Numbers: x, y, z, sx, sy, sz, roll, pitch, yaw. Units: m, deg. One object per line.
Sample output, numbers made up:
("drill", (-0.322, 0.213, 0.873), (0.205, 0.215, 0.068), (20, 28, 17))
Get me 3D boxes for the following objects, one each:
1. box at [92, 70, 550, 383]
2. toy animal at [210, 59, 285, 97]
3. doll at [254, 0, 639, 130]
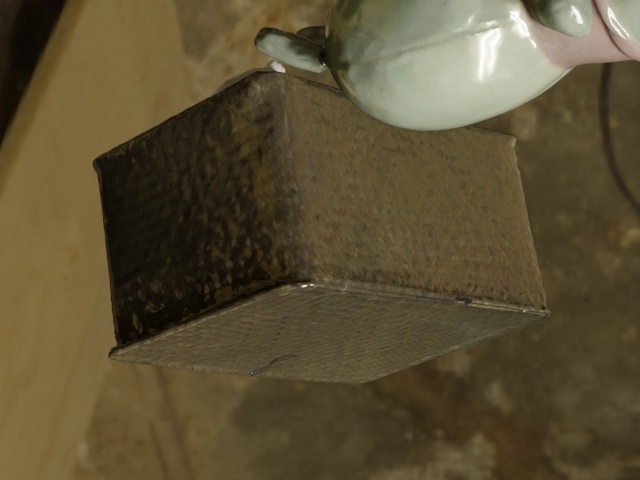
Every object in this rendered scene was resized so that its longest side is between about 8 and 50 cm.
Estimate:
("box", (0.001, 0.002, 1.186), (0.184, 0.143, 0.273), (-24, 158, 38))
("toy animal", (-0.063, -0.118, 2.163), (0.138, 0.282, 0.140), (-10, 113, -13))
("doll", (0.096, -0.112, 0.820), (0.275, 0.155, 0.113), (-24, 92, 35))
